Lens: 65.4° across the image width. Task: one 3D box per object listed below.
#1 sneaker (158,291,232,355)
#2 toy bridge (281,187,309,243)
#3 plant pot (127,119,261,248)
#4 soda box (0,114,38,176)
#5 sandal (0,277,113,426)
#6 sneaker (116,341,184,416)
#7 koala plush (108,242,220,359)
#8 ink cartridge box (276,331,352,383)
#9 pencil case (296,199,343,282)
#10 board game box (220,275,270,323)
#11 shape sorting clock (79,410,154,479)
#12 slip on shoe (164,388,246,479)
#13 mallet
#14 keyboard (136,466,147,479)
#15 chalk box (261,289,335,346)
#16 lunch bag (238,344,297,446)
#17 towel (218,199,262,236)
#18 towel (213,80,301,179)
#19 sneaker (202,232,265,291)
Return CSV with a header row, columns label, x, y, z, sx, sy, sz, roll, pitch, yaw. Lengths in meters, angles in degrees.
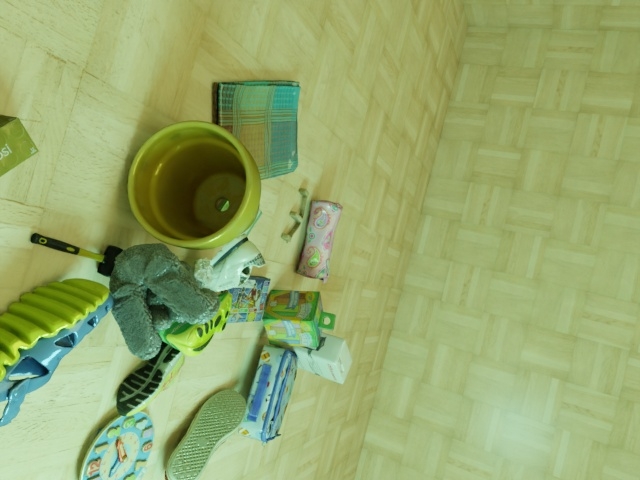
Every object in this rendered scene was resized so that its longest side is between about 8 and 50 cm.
label,x,y,z,sx,sy,sz,roll,pitch,yaw
sneaker,-0.298,0.183,1.218,0.295,0.123,0.109,-42,150,-80
toy bridge,-0.079,-0.077,1.648,0.188,0.026,0.063,-70,156,-14
plant pot,-0.239,-0.097,1.070,0.239,0.254,0.254,47,59,-79
soda box,-0.500,-0.108,0.702,0.181,0.058,0.061,-56,148,-39
sandal,-0.484,0.186,0.829,0.317,0.126,0.138,-43,144,-37
sneaker,-0.380,0.327,1.154,0.208,0.081,0.094,-51,152,-40
koala plush,-0.310,0.100,1.028,0.196,0.203,0.221,-32,178,4
ink cartridge box,-0.020,0.395,1.757,0.100,0.237,0.172,-61,151,-30
pencil case,0.000,0.000,1.745,0.124,0.124,0.284,6,96,-65
board game box,-0.223,0.170,1.457,0.201,0.035,0.136,16,88,-65
shape sorting clock,-0.449,0.485,1.119,0.206,0.040,0.206,-32,128,-52
slip on shoe,-0.318,0.542,1.381,0.101,0.123,0.331,-50,-179,36
mallet,-0.447,0.030,0.921,0.190,0.039,0.062,19,88,-60
keyboard,-0.493,0.637,1.146,0.256,0.014,0.072,-61,151,-31
chalk box,-0.060,0.250,1.598,0.132,0.213,0.132,-76,162,-49
lunch bag,-0.163,0.495,1.596,0.243,0.115,0.303,78,25,-69
towel,-0.222,-0.068,1.338,0.113,0.023,0.152,-58,149,-13
towel,-0.161,-0.293,1.351,0.370,0.040,0.271,-29,127,-58
sneaker,-0.234,0.084,1.202,0.235,0.095,0.090,-40,-177,30
